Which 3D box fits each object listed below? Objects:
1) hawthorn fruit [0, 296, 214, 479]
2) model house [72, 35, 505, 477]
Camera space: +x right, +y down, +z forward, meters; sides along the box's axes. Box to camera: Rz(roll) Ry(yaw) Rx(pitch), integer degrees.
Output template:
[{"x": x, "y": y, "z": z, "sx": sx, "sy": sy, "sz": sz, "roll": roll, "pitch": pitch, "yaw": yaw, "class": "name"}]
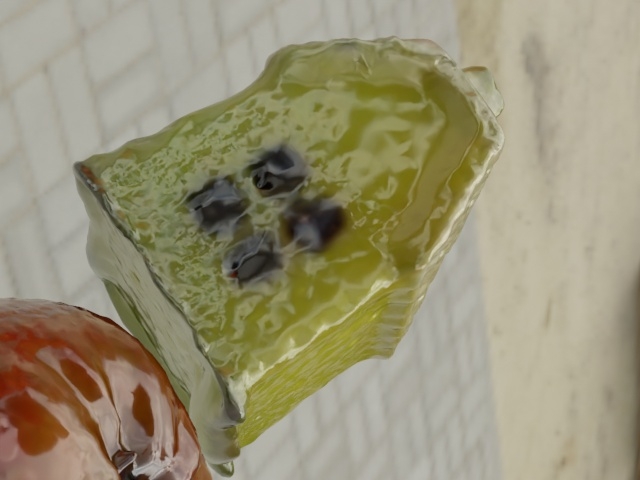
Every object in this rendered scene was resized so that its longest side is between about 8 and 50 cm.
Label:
[{"x": -0.155, "y": 0.118, "z": 0.592, "sx": 0.196, "sy": 0.225, "sz": 0.196, "roll": -11, "pitch": 90, "yaw": -75, "class": "hawthorn fruit"}, {"x": 0.000, "y": 0.000, "z": 0.921, "sx": 0.234, "sy": 0.175, "sz": 0.193, "roll": -27, "pitch": 164, "yaw": -11, "class": "model house"}]
